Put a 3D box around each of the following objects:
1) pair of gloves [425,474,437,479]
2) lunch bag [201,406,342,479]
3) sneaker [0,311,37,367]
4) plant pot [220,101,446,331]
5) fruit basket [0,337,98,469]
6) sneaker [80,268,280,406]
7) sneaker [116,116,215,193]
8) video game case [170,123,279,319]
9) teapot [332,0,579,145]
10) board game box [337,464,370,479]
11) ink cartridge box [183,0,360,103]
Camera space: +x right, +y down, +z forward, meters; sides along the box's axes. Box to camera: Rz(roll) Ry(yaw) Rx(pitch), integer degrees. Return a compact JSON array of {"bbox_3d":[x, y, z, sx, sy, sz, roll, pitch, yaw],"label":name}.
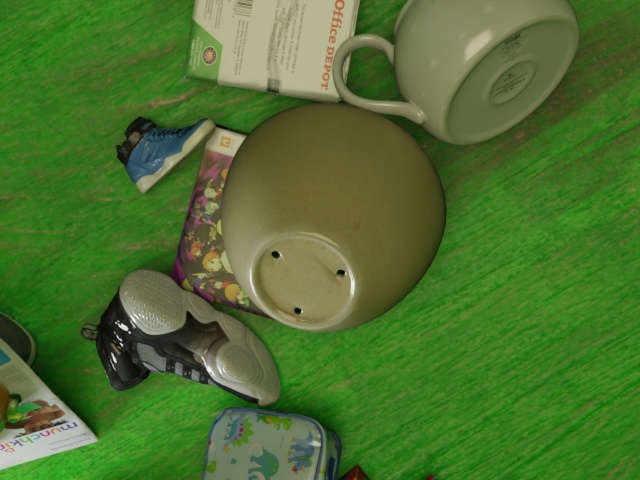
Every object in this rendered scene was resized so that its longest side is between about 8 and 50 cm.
[{"bbox_3d":[0.154,0.412,1.796,0.159,0.023,0.198,48,61,-6],"label":"pair of gloves"},{"bbox_3d":[-0.068,0.336,1.776,0.176,0.090,0.218,4,74,21],"label":"lunch bag"},{"bbox_3d":[-0.520,0.093,1.763,0.296,0.178,0.123,19,75,1],"label":"sneaker"},{"bbox_3d":[0.000,0.000,1.630,0.284,0.191,0.284,6,120,10],"label":"plant pot"},{"bbox_3d":[-0.498,0.246,1.730,0.327,0.353,0.165,-17,51,5],"label":"fruit basket"},{"bbox_3d":[-0.188,0.155,1.804,0.269,0.101,0.153,38,123,-21],"label":"sneaker"},{"bbox_3d":[-0.209,-0.134,1.770,0.152,0.058,0.084,-37,92,36],"label":"sneaker"},{"bbox_3d":[-0.074,-0.017,1.800,0.210,0.042,0.232,17,98,3],"label":"video game case"},{"bbox_3d":[0.178,-0.253,1.681,0.187,0.256,0.252,51,121,27],"label":"teapot"},{"bbox_3d":[0.057,0.505,1.843,0.242,0.064,0.316,-40,93,7],"label":"board game box"},{"bbox_3d":[-0.059,-0.265,1.747,0.209,0.087,0.153,11,97,2],"label":"ink cartridge box"}]
